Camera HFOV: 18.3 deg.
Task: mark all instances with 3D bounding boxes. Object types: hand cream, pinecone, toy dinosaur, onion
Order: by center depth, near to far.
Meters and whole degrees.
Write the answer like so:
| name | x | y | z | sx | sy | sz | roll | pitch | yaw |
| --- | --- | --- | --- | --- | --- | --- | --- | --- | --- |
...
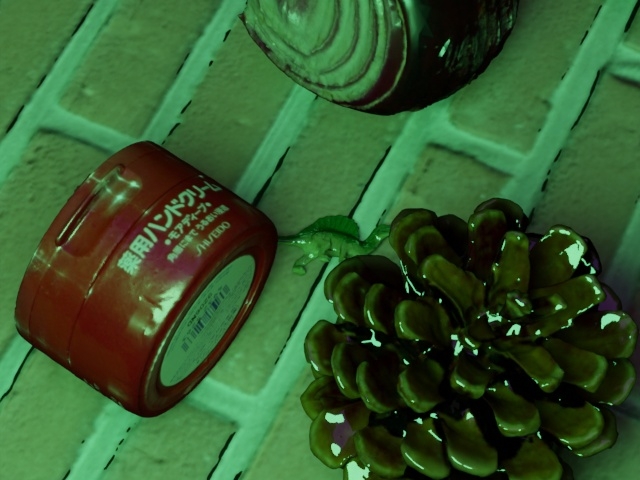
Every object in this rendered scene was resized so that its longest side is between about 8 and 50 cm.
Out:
| name | x | y | z | sx | sy | sz | roll | pitch | yaw |
| --- | --- | --- | --- | --- | --- | --- | --- | --- | --- |
| pinecone | 0.120 | 0.087 | 1.475 | 0.264 | 0.264 | 0.264 | -1 | 65 | 2 |
| hand cream | -0.132 | 0.031 | 1.541 | 0.125 | 0.193 | 0.193 | 32 | 70 | 14 |
| toy dinosaur | 0.001 | 0.000 | 1.644 | 0.120 | 0.029 | 0.060 | 8 | 50 | 12 |
| onion | 0.075 | -0.220 | 1.647 | 0.206 | 0.216 | 0.207 | -30 | 69 | -35 |
